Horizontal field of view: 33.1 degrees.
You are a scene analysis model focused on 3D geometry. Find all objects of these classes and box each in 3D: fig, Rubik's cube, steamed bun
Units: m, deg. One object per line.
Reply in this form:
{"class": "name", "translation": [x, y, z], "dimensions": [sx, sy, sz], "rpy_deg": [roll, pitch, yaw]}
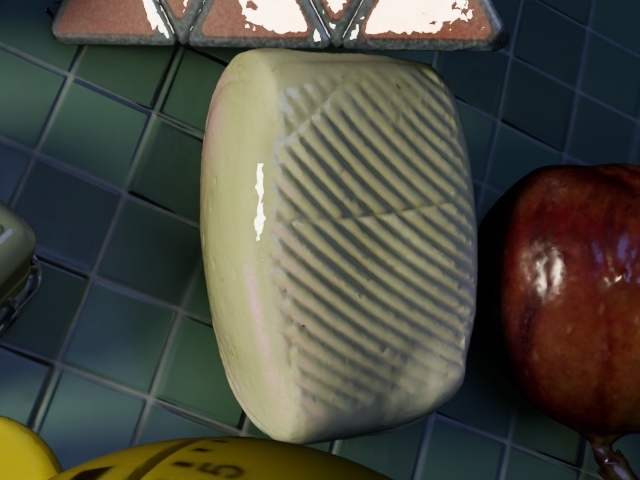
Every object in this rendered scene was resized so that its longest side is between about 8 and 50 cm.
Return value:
{"class": "fig", "translation": [0.200, 0.069, 0.744], "dimensions": [0.204, 0.186, 0.249], "rpy_deg": [5, 112, -2]}
{"class": "Rubik's cube", "translation": [-0.014, -0.221, 0.698], "dimensions": [0.233, 0.229, 0.228], "rpy_deg": [23, 67, -19]}
{"class": "steamed bun", "translation": [0.000, 0.000, 0.677], "dimensions": [0.170, 0.153, 0.238], "rpy_deg": [-6, 99, -30]}

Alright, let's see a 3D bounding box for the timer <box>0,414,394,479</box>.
{"class": "timer", "translation": [-0.086, 0.258, 0.463], "dimensions": [0.387, 0.376, 0.376], "rpy_deg": [-4, 67, 20]}

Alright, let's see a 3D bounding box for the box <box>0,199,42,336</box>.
{"class": "box", "translation": [-0.245, -0.004, 0.596], "dimensions": [0.172, 0.093, 0.124], "rpy_deg": [40, 61, -6]}
